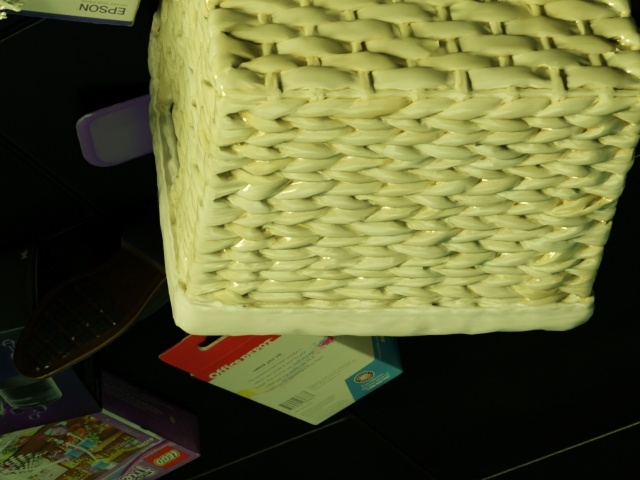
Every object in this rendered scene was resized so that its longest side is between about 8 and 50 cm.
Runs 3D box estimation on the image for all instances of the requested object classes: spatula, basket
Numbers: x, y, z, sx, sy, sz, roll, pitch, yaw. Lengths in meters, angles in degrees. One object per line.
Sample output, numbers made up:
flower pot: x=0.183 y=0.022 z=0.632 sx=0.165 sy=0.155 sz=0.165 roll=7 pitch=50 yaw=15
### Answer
spatula: x=-0.066 y=-0.110 z=1.647 sx=0.296 sy=0.030 sz=0.084 roll=-7 pitch=146 yaw=-3
basket: x=0.043 y=-0.129 z=1.395 sx=0.331 sy=0.328 sz=0.266 roll=-1 pitch=140 yaw=-9

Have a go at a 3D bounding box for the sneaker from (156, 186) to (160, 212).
sneaker: x=0.000 y=0.000 z=1.734 sx=0.321 sy=0.125 sz=0.180 roll=1 pitch=143 yaw=-13

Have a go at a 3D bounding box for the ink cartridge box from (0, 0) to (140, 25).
ink cartridge box: x=-0.182 y=-0.303 z=1.321 sx=0.175 sy=0.069 sz=0.371 roll=5 pitch=141 yaw=-17

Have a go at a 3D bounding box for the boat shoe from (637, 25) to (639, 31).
boat shoe: x=0.203 y=-0.140 z=1.632 sx=0.178 sy=0.060 sz=0.064 roll=-16 pitch=144 yaw=11

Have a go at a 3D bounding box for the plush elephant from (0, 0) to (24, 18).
plush elephant: x=-0.391 y=-0.202 z=1.262 sx=0.330 sy=0.272 sz=0.255 roll=-20 pitch=135 yaw=19

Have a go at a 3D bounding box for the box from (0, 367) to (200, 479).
box: x=-0.308 y=0.241 z=2.071 sx=0.293 sy=0.057 sz=0.201 roll=-29 pitch=139 yaw=27

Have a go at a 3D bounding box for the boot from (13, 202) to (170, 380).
boot: x=-0.196 y=0.068 z=1.761 sx=0.219 sy=0.082 sz=0.106 roll=-43 pitch=159 yaw=-18

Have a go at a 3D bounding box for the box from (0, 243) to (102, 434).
box: x=-0.371 y=0.117 z=1.850 sx=0.261 sy=0.103 sz=0.184 roll=-14 pitch=142 yaw=8

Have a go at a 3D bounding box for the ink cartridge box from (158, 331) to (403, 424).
ink cartridge box: x=-0.044 y=0.100 z=1.906 sx=0.134 sy=0.078 sz=0.231 roll=-34 pitch=138 yaw=31
